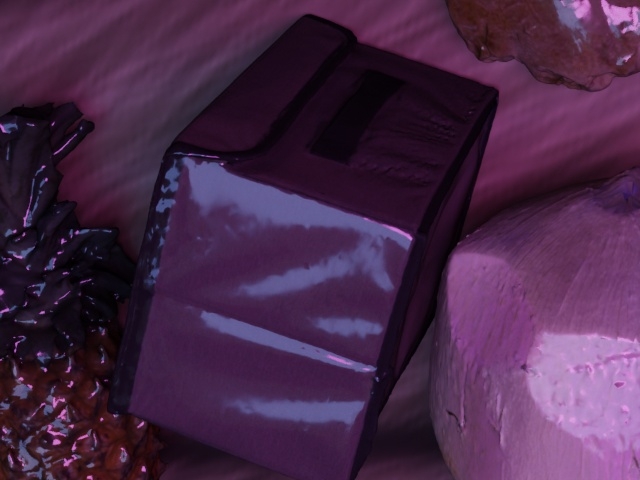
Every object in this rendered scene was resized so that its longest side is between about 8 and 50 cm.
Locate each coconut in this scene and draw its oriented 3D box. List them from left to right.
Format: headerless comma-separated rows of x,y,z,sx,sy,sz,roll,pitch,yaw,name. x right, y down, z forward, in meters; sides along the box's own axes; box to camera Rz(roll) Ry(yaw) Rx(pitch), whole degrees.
0.179,0.069,1.069,0.227,0.227,0.230,13,123,12,coconut

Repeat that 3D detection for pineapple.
-0.198,0.056,1.225,0.170,0.141,0.310,-15,111,-25,pineapple

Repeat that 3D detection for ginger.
0.144,-0.155,1.074,0.213,0.074,0.137,40,124,-8,ginger

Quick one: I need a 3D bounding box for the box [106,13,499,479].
0.000,0.000,1.080,0.153,0.252,0.188,19,116,8,box
